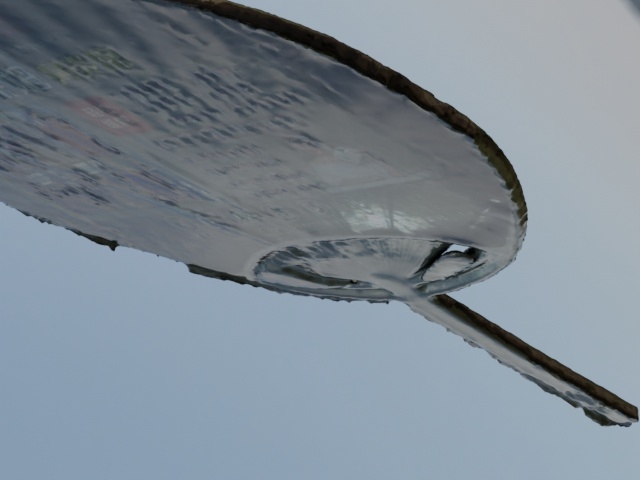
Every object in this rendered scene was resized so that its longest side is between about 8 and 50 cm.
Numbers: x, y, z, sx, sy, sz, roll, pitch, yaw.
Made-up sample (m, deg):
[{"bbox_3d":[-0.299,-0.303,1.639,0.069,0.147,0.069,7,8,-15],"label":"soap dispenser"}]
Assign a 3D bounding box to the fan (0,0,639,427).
[{"bbox_3d":[-0.033,-0.008,0.607,0.294,0.223,0.012,52,-130,-60],"label":"fan"}]
